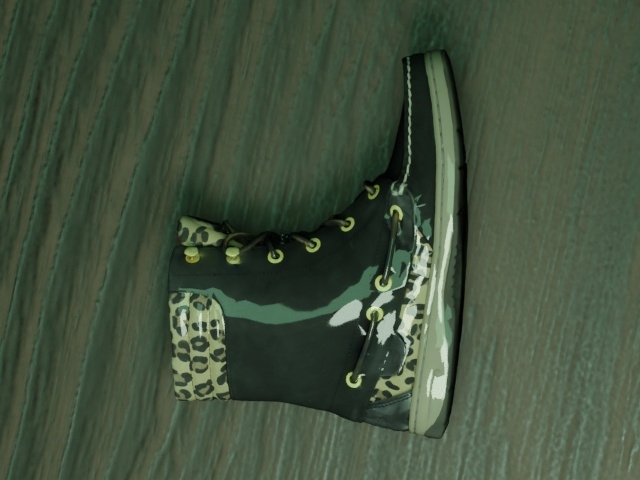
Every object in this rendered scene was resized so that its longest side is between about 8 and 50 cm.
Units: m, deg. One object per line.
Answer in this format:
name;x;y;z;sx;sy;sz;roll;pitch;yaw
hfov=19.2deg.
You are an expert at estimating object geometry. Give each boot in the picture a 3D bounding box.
boot;0.000;0.000;1.851;0.284;0.138;0.378;2;97;8
